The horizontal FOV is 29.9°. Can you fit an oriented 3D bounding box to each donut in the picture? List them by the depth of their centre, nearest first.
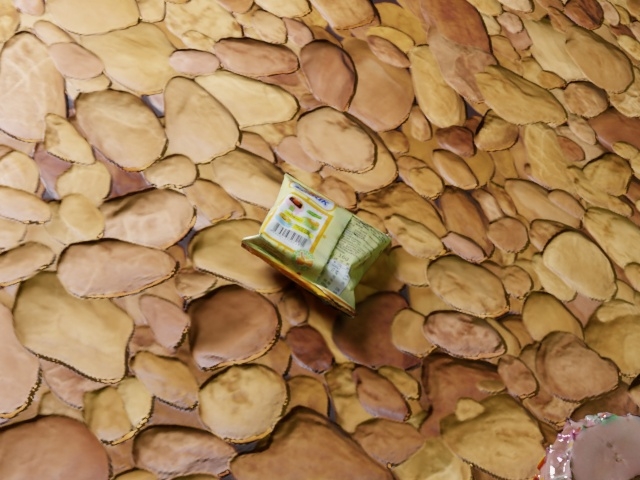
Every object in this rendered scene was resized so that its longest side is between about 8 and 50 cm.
[{"bbox_3d":[0.216,0.190,0.920,0.166,0.065,0.117,-21,68,-42],"label":"donut"}]

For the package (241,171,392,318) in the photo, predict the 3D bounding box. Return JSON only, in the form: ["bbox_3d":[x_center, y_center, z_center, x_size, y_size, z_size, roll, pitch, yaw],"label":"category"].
[{"bbox_3d":[-0.001,0.001,0.975,0.108,0.031,0.120,33,39,-3],"label":"package"}]
